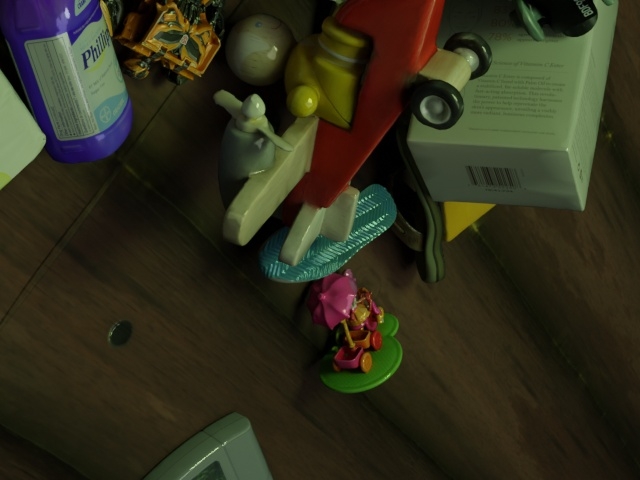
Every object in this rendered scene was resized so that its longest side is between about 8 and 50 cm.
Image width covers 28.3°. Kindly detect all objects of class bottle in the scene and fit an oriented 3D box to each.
[{"bbox_3d":[-0.271,-0.221,1.293,0.118,0.092,0.282,-77,158,-55],"label":"bottle"}]

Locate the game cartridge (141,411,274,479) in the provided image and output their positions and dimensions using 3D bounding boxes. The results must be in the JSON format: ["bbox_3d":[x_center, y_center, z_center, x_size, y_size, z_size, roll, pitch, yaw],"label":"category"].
[{"bbox_3d":[-0.189,0.386,1.775,0.294,0.060,0.196,-42,133,-26],"label":"game cartridge"}]

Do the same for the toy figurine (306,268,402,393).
[{"bbox_3d":[0.044,0.107,1.856,0.173,0.130,0.159,-58,137,-44],"label":"toy figurine"}]

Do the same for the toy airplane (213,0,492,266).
[{"bbox_3d":[-0.007,-0.161,1.545,0.384,0.272,0.386,-53,-176,-2],"label":"toy airplane"}]

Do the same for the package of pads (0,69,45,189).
[{"bbox_3d":[-0.425,-0.082,1.202,0.296,0.101,0.229,-47,138,-19],"label":"package of pads"}]

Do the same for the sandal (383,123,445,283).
[{"bbox_3d":[0.132,-0.038,1.868,0.086,0.120,0.302,-8,137,2],"label":"sandal"}]

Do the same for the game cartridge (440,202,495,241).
[{"bbox_3d":[0.273,-0.194,1.991,0.324,0.053,0.285,-37,134,-33],"label":"game cartridge"}]

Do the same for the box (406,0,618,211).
[{"bbox_3d":[0.268,-0.233,1.718,0.168,0.215,0.345,57,43,-58],"label":"box"}]

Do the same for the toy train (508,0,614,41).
[{"bbox_3d":[0.241,-0.383,1.520,0.142,0.190,0.334,-26,142,22],"label":"toy train"}]

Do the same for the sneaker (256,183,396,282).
[{"bbox_3d":[0.000,0.000,1.731,0.229,0.092,0.087,-27,93,-36],"label":"sneaker"}]

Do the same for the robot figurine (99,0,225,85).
[{"bbox_3d":[-0.142,-0.310,1.413,0.211,0.085,0.291,22,93,-54],"label":"robot figurine"}]
